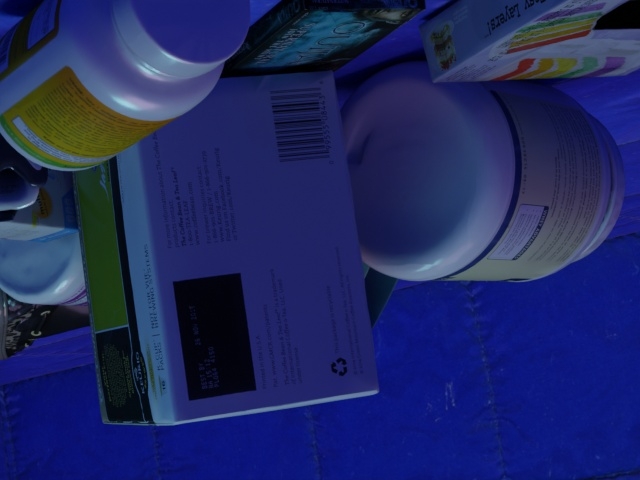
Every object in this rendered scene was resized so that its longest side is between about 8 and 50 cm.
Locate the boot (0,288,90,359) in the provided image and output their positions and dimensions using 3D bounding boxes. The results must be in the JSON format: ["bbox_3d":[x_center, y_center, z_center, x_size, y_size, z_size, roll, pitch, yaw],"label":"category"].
[{"bbox_3d":[-0.407,0.097,2.562,0.284,0.138,0.377,-8,166,-9],"label":"boot"}]

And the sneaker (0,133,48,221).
[{"bbox_3d":[-0.273,-0.089,1.436,0.094,0.153,0.235,-12,171,25],"label":"sneaker"}]

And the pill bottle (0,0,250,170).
[{"bbox_3d":[-0.158,-0.148,1.235,0.136,0.136,0.245,-4,170,-34],"label":"pill bottle"}]

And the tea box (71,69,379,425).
[{"bbox_3d":[-0.114,0.017,1.639,0.220,0.329,0.323,-6,177,-22],"label":"tea box"}]

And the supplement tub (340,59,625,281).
[{"bbox_3d":[0.182,-0.071,1.769,0.235,0.235,0.325,-16,169,36],"label":"supplement tub"}]

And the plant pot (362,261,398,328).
[{"bbox_3d":[0.000,0.000,2.050,0.195,0.290,0.290,25,177,11],"label":"plant pot"}]

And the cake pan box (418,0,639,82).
[{"bbox_3d":[0.264,-0.219,1.473,0.245,0.070,0.267,-7,171,-29],"label":"cake pan box"}]

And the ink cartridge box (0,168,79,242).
[{"bbox_3d":[-0.342,-0.059,1.707,0.061,0.104,0.181,-15,170,28],"label":"ink cartridge box"}]

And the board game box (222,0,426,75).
[{"bbox_3d":[-0.001,-0.195,1.469,0.126,0.026,0.186,-5,170,-27],"label":"board game box"}]

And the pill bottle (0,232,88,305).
[{"bbox_3d":[-0.262,-0.002,1.947,0.169,0.169,0.301,-15,169,29],"label":"pill bottle"}]
